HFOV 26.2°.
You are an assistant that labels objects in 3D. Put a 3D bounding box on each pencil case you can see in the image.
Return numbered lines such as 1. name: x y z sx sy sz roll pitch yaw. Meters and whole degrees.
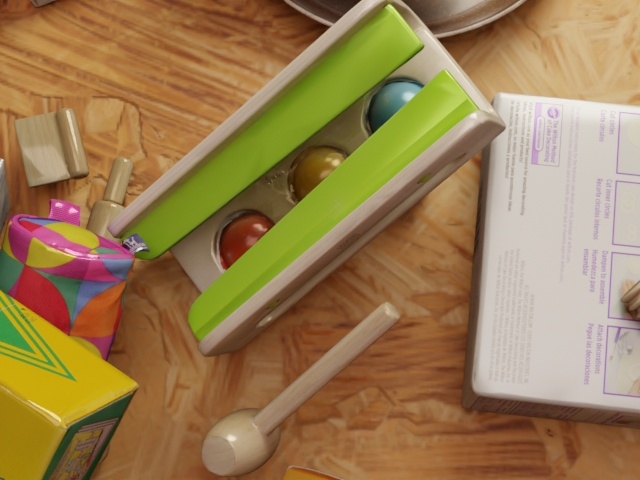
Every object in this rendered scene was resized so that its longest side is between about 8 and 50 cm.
1. pencil case: -0.202 0.095 0.984 0.104 0.104 0.236 18 98 5

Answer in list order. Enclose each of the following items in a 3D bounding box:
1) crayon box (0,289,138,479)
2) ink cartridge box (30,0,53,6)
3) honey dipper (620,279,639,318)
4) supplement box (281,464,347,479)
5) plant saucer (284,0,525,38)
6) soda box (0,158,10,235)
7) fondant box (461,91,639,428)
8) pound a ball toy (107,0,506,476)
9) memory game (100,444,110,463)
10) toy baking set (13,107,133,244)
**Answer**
1. crayon box: -0.340 0.167 0.927 0.313 0.106 0.363 32 109 10
2. ink cartridge box: -0.193 -0.298 1.177 0.179 0.045 0.145 -26 76 -4
3. honey dipper: 0.279 0.091 0.979 0.030 0.030 0.161 -41 82 -10
4. supplement box: -0.022 0.285 0.987 0.080 0.078 0.233 16 73 35
5. plant saucer: 0.069 -0.305 1.175 0.310 0.050 0.310 0 75 0
6. soda box: -0.383 -0.036 1.023 0.286 0.091 0.098 14 67 -4
7. fondant box: 0.283 0.026 1.058 0.330 0.096 0.238 6 75 3
8. pound a ball toy: 0.000 0.000 1.030 0.319 0.136 0.208 -41 80 13
9. memory game: -0.251 0.141 1.053 0.186 0.012 0.186 0 85 -1
10. toy baking set: -0.259 0.012 1.098 0.197 0.030 0.256 9 77 5
